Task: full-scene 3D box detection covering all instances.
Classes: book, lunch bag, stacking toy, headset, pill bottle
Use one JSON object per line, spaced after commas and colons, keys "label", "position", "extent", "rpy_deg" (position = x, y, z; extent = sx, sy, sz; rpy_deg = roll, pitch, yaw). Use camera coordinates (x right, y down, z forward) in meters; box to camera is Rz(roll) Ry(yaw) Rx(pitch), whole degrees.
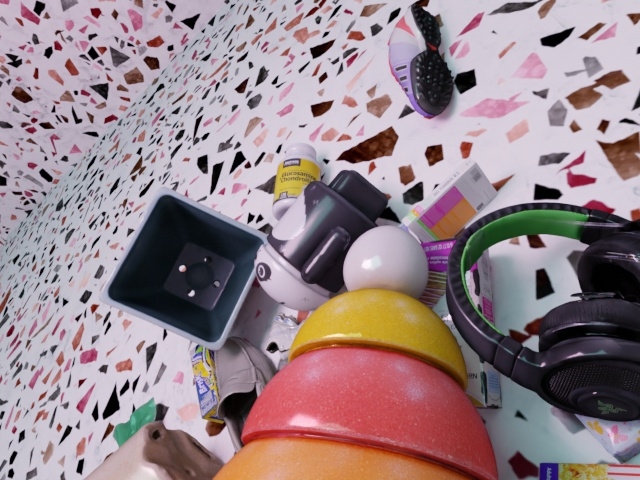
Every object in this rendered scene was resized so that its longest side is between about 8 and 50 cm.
{"label": "book", "position": [0.213, -0.055, 0.721], "extent": [0.144, 0.096, 0.035], "rpy_deg": [-44, 43, 11]}
{"label": "lunch bag", "position": [0.328, 0.191, 0.492], "extent": [0.071, 0.053, 0.083], "rpy_deg": [-42, 34, 12]}
{"label": "stacking toy", "position": [0.067, 0.180, 0.509], "extent": [0.351, 0.350, 0.479], "rpy_deg": [-15, 43, 35]}
{"label": "headset", "position": [0.321, 0.064, 0.440], "extent": [0.394, 0.185, 0.243], "rpy_deg": [28, 59, 33]}
{"label": "pill bottle", "position": [-0.051, -0.132, 1.005], "extent": [0.103, 0.103, 0.184], "rpy_deg": [-19, 53, 33]}

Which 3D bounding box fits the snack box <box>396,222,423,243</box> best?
{"label": "snack box", "position": [0.163, 0.044, 0.757], "extent": [0.064, 0.022, 0.178], "rpy_deg": [-39, 44, 19]}

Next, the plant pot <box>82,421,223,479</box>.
{"label": "plant pot", "position": [-0.310, 0.488, 0.711], "extent": [0.305, 0.333, 0.334], "rpy_deg": [-49, 41, -10]}

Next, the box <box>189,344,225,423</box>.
{"label": "box", "position": [-0.226, 0.291, 0.922], "extent": [0.054, 0.059, 0.168], "rpy_deg": [-42, 43, 12]}

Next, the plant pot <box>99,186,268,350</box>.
{"label": "plant pot", "position": [-0.273, 0.070, 0.962], "extent": [0.247, 0.247, 0.252], "rpy_deg": [-66, 5, -12]}

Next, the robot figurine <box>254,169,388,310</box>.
{"label": "robot figurine", "position": [-0.001, -0.001, 0.820], "extent": [0.174, 0.209, 0.278], "rpy_deg": [40, 93, 26]}

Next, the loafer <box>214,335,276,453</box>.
{"label": "loafer", "position": [-0.136, 0.287, 0.803], "extent": [0.112, 0.111, 0.319], "rpy_deg": [-51, 42, 4]}

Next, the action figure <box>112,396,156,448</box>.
{"label": "action figure", "position": [-0.385, 0.474, 0.945], "extent": [0.137, 0.063, 0.232], "rpy_deg": [-47, 38, 5]}

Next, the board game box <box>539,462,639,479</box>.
{"label": "board game box", "position": [0.307, 0.280, 0.400], "extent": [0.194, 0.045, 0.147], "rpy_deg": [-17, 16, 33]}

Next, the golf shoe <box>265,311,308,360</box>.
{"label": "golf shoe", "position": [-0.034, 0.187, 0.802], "extent": [0.176, 0.069, 0.086], "rpy_deg": [-7, 45, 50]}

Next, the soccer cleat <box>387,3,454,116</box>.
{"label": "soccer cleat", "position": [0.204, -0.369, 0.945], "extent": [0.116, 0.109, 0.317], "rpy_deg": [-38, 42, 47]}

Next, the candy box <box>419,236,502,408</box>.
{"label": "candy box", "position": [0.167, 0.120, 0.644], "extent": [0.159, 0.071, 0.233], "rpy_deg": [-12, 65, 35]}

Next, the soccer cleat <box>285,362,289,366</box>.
{"label": "soccer cleat", "position": [-0.014, 0.274, 0.750], "extent": [0.179, 0.060, 0.072], "rpy_deg": [32, 97, 54]}
